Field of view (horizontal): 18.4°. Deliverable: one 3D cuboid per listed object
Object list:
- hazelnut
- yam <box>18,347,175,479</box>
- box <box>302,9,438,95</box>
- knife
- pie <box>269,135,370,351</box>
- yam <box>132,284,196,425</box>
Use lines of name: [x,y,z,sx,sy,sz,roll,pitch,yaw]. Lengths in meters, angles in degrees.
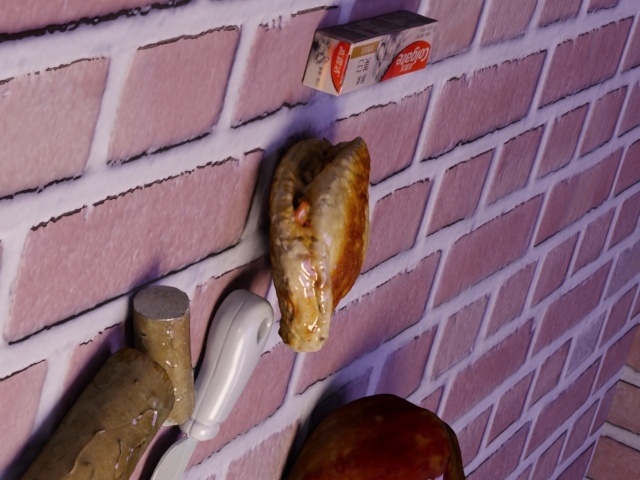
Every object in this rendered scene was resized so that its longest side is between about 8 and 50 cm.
hazelnut: [0.059,0.274,2.175,0.218,0.218,0.234,-53,137,-38]
yam: [-0.225,0.236,1.504,0.371,0.083,0.083,-58,159,-31]
box: [0.050,-0.178,1.847,0.218,0.039,0.055,-24,131,-64]
knife: [-0.129,0.198,1.788,0.331,0.044,0.080,-64,164,0]
pie: [0.000,0.000,1.800,0.205,0.084,0.179,-67,160,-59]
yam: [-0.131,0.095,1.637,0.054,0.054,0.132,-51,154,-40]
